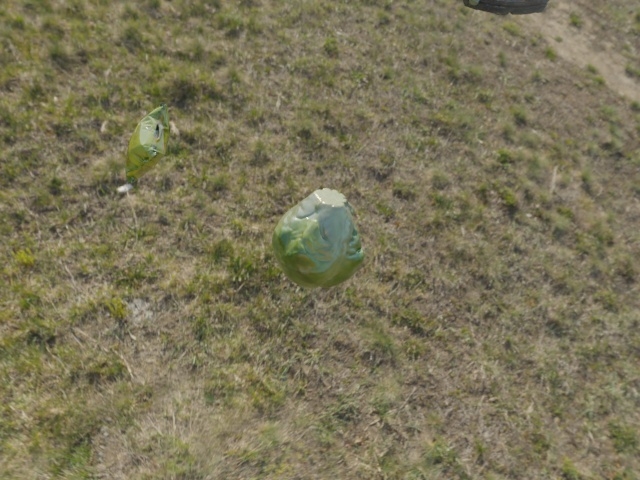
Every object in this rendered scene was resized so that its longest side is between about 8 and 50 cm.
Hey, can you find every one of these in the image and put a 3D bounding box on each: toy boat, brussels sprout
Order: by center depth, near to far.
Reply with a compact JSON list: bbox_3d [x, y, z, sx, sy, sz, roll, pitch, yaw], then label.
[{"bbox_3d":[-0.011,0.007,1.387,0.273,0.317,0.243,-14,30,0],"label":"brussels sprout"},{"bbox_3d":[0.599,-0.807,1.460,0.282,0.078,0.127,9,63,15],"label":"toy boat"}]

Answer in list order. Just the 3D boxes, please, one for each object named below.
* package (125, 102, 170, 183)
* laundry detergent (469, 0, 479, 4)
[{"bbox_3d":[-0.501,-0.280,1.300,0.090,0.168,0.227,28,47,-37],"label":"package"},{"bbox_3d":[0.398,-0.681,1.078,0.137,0.063,0.211,18,98,-24],"label":"laundry detergent"}]
